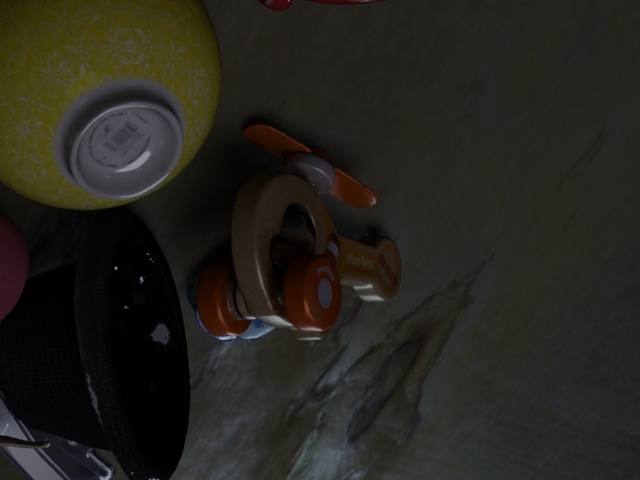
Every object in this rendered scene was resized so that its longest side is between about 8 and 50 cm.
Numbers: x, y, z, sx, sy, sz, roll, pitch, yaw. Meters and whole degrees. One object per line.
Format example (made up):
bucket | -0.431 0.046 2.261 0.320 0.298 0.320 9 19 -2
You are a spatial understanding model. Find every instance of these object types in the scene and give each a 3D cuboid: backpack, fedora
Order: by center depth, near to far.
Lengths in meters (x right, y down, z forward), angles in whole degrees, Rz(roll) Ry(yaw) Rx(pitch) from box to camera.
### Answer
fedora | -0.255 0.124 1.670 0.152 0.334 0.334 -5 135 10
backpack | -0.095 0.067 1.807 0.114 0.084 0.105 -33 133 4

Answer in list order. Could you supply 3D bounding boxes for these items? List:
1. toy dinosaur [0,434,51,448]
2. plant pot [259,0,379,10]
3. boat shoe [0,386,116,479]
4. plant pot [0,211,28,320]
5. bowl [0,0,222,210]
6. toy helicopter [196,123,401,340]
toy dinosaur | -0.426 0.253 1.695 0.118 0.268 0.064 -31 103 -47
plant pot | 0.007 -0.315 1.469 0.174 0.191 0.191 -16 133 -14
boat shoe | -0.334 0.208 1.783 0.102 0.108 0.301 -46 129 -18
plant pot | -0.398 0.013 1.530 0.201 0.201 0.180 -45 149 11
bowl | -0.214 -0.131 1.524 0.289 0.156 0.289 -16 132 -18
toy helicopter | 0.000 0.000 1.760 0.140 0.235 0.355 -5 170 28
